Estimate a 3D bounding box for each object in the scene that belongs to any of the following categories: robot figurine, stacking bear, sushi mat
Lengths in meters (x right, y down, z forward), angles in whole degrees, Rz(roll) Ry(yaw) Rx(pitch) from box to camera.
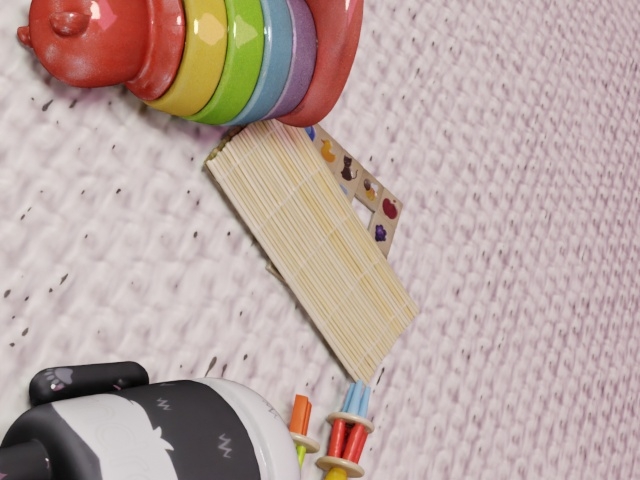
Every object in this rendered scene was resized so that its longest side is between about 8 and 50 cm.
[{"bbox_3d":[-0.145,0.203,0.732,0.278,0.173,0.209,-3,89,-46],"label":"robot figurine"},{"bbox_3d":[-0.127,-0.192,0.867,0.289,0.175,0.164,-1,99,-37],"label":"stacking bear"},{"bbox_3d":[0.000,0.000,1.027,0.317,0.019,0.151,57,48,-19],"label":"sushi mat"}]

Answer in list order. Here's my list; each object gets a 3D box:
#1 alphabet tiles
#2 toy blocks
[{"bbox_3d":[-0.003,-0.029,1.051,0.237,0.009,0.198,40,54,-31],"label":"alphabet tiles"},{"bbox_3d":[0.002,0.203,0.963,0.123,0.054,0.148,37,56,-34],"label":"toy blocks"}]
